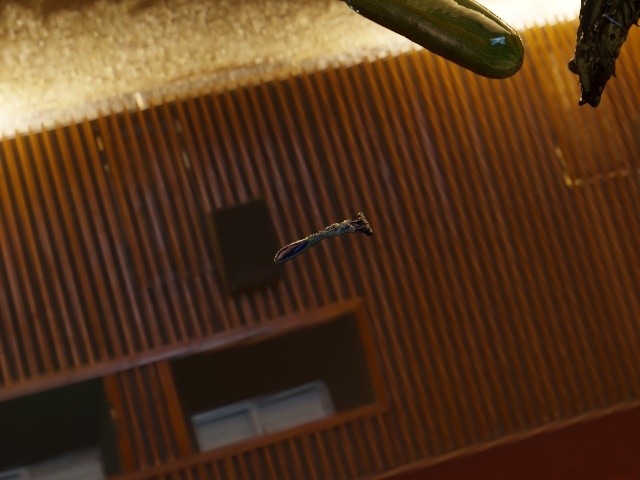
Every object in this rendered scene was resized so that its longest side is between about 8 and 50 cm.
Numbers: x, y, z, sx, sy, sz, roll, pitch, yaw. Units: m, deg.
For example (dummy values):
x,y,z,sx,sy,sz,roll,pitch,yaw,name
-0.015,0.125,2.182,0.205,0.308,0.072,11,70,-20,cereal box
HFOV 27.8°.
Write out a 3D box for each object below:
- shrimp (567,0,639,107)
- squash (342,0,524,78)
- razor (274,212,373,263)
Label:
x,y,z,sx,sy,sz,roll,pitch,yaw,name
0.253,-0.180,1.016,0.051,0.198,0.262,2,-51,-11,shrimp
0.103,-0.231,1.299,0.066,0.252,0.066,-37,-35,-32,squash
0.000,-0.003,1.942,0.154,0.044,0.028,-22,-34,-7,razor
